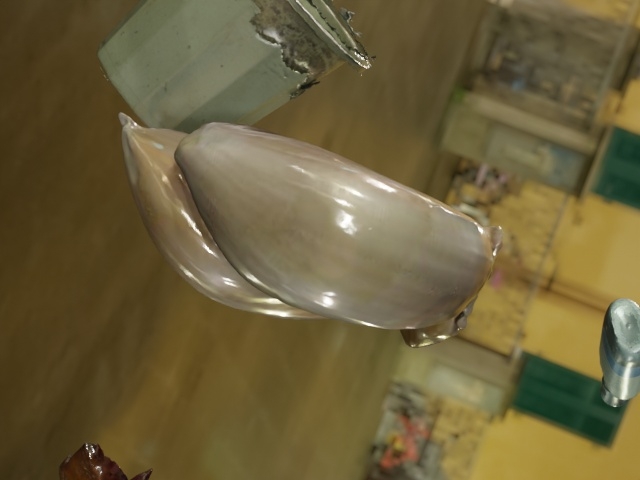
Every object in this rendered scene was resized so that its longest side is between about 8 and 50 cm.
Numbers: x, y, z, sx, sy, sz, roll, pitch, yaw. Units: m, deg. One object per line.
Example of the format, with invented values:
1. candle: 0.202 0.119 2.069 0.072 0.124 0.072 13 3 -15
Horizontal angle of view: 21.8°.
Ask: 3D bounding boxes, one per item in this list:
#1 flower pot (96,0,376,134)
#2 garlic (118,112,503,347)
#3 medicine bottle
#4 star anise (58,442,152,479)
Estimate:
1. flower pot: -0.112 -0.241 2.000 0.259 0.290 0.290 -41 176 10
2. garlic: 0.000 -0.001 1.270 0.279 0.325 0.132 -2 -106 61
3. medicine bottle: 0.394 0.157 2.167 0.208 0.053 0.090 80 -1 -60
4. star anise: -0.113 0.209 1.047 0.140 0.144 0.158 -57 164 12
